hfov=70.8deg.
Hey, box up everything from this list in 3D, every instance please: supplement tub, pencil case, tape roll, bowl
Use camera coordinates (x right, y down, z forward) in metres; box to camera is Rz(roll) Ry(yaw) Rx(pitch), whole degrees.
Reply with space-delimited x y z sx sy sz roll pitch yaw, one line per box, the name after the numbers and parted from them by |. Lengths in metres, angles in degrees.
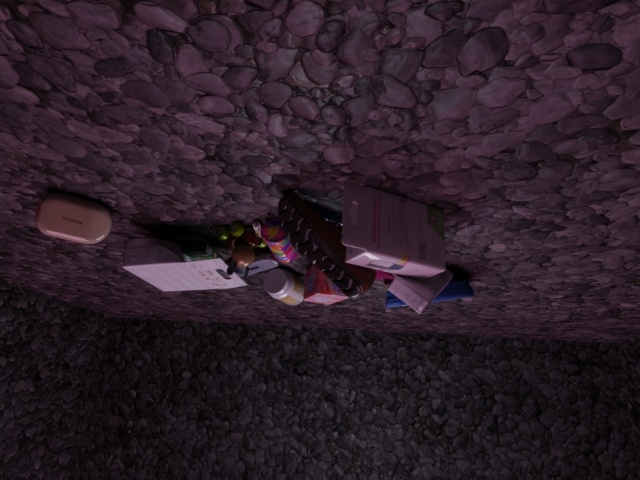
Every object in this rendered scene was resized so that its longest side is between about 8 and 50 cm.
-0.167 0.219 2.141 0.144 0.145 0.199 -5 157 24 | supplement tub
-0.143 0.003 1.631 0.104 0.105 0.236 2 160 6 | pencil case
-0.709 0.082 1.966 0.285 0.100 0.286 5 159 2 | tape roll
0.479 0.237 2.009 0.390 0.077 0.391 -8 171 -1 | bowl

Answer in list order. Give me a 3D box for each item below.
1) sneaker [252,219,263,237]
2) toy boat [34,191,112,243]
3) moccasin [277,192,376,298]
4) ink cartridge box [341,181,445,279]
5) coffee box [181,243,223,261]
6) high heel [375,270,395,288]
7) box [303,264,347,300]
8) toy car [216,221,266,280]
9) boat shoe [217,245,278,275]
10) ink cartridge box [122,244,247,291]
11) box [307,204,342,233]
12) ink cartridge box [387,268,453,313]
-0.220 -0.048 1.609 0.031 0.035 0.083 21 142 15 | sneaker
-0.844 -0.080 1.553 0.230 0.151 0.151 18 -174 -30 | toy boat
0.024 -0.001 1.368 0.380 0.147 0.139 42 136 3 | moccasin
0.192 -0.024 1.323 0.353 0.207 0.119 14 156 -24 | ink cartridge box
-0.508 0.063 1.949 0.113 0.041 0.184 1 159 10 | coffee box
0.301 0.092 1.789 0.181 0.127 0.377 -21 154 17 | high heel
0.027 0.184 1.953 0.142 0.154 0.300 8 166 -12 | box
-0.295 0.050 1.656 0.148 0.189 0.155 -12 154 37 | toy car
-0.294 0.069 1.832 0.306 0.105 0.113 -18 147 37 | boat shoe
-0.515 0.106 1.764 0.384 0.091 0.308 -5 155 9 | ink cartridge box
0.002 -0.060 1.512 0.225 0.037 0.136 17 157 -25 | box
0.288 0.100 1.476 0.238 0.060 0.275 37 -150 19 | ink cartridge box
